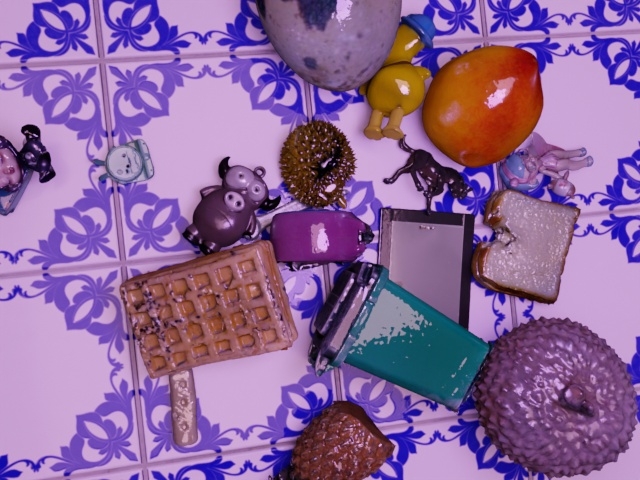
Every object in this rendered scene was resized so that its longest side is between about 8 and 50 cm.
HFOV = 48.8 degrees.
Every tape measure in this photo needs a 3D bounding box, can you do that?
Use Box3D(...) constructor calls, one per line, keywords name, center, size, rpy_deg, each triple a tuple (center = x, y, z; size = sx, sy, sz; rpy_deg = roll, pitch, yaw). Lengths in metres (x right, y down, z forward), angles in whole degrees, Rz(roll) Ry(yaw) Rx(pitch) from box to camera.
Box3D(name="tape measure", center=(0.000, 0.000, 1.701), size=(0.245, 0.231, 0.149), rpy_deg=(0, 90, -9))

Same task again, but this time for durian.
Box3D(name="durian", center=(0.003, -0.183, 1.741), size=(0.193, 0.138, 0.237), rpy_deg=(-37, 91, -10))

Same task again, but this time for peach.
Box3D(name="peach", center=(0.400, -0.331, 1.734), size=(0.289, 0.308, 0.288), rpy_deg=(-1, 92, -20))

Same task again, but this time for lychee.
Box3D(name="lychee", center=(0.550, 0.379, 1.694), size=(0.381, 0.432, 0.380), rpy_deg=(0, 77, -1))

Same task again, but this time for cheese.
Box3D(name="cheese", center=(-0.335, 0.405, 1.731), size=(0.065, 0.043, 0.193), rpy_deg=(-5, 88, -15))

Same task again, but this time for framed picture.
Box3D(name="framed picture", center=(0.274, 0.092, 1.857), size=(0.265, 0.016, 0.346), rpy_deg=(3, 89, -10))

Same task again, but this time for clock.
Box3D(name="clock", center=(-0.476, -0.184, 1.713), size=(0.135, 0.041, 0.101), rpy_deg=(-18, 92, -10))

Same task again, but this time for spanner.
Box3D(name="spanner", center=(-0.066, -0.088, 1.797), size=(0.302, 0.017, 0.071), rpy_deg=(-25, 93, -10))

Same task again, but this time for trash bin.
Box3D(name="trash bin", center=(0.182, 0.250, 1.703), size=(0.381, 0.259, 0.295), rpy_deg=(29, 88, -5))

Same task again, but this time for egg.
Box3D(name="egg", center=(0.020, -0.565, 1.659), size=(0.345, 0.345, 0.427), rpy_deg=(-10, 107, -10))

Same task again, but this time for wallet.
Box3D(name="wallet", center=(-0.791, -0.156, 1.647), size=(0.202, 0.059, 0.141), rpy_deg=(27, 86, -9))

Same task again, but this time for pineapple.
Box3D(name="pineapple", center=(-0.002, 0.557, 1.722), size=(0.202, 0.202, 0.362), rpy_deg=(44, 94, -7))

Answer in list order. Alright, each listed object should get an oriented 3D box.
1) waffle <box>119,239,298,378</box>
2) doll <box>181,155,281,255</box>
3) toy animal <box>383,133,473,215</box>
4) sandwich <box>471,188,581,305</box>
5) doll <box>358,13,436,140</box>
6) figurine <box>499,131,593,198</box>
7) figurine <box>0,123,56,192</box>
Box3D(name="waffle", center=(-0.259, 0.166, 1.644), size=(0.376, 0.114, 0.260), rpy_deg=(-16, 99, 15))
Box3D(name="doll", center=(-0.222, -0.083, 1.720), size=(0.182, 0.117, 0.257), rpy_deg=(40, 85, -1))
Box3D(name="toy animal", center=(0.278, -0.167, 1.839), size=(0.233, 0.084, 0.148), rpy_deg=(37, 64, -2))
Box3D(name="sandwich", center=(0.532, 0.015, 1.860), size=(0.249, 0.095, 0.273), rpy_deg=(16, 85, -12))
Box3D(name="doll", center=(0.191, -0.425, 1.787), size=(0.200, 0.145, 0.362), rpy_deg=(4, 68, 32))
Box3D(name="figurine", center=(0.602, -0.179, 1.868), size=(0.260, 0.103, 0.205), rpy_deg=(-12, 66, -14))
Box3D(name="figurine", center=(-0.724, -0.181, 1.575), size=(0.222, 0.145, 0.145), rpy_deg=(-19, 93, -22))
